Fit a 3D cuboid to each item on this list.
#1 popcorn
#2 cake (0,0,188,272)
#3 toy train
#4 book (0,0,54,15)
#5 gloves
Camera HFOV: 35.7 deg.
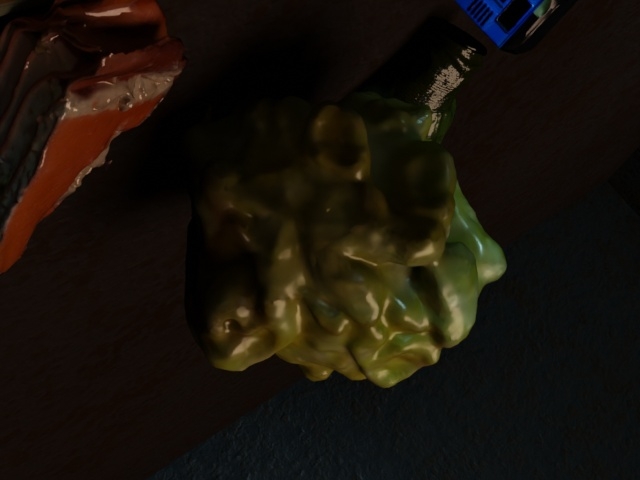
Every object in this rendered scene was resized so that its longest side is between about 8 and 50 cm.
[{"bbox_3d":[0.015,-0.011,0.954,0.312,0.312,0.312,-35,165,-11],"label":"popcorn"},{"bbox_3d":[-0.199,-0.068,0.697,0.287,0.098,0.135,-43,177,24],"label":"cake"},{"bbox_3d":[0.216,-0.292,0.955,0.082,0.131,0.204,-17,154,-53],"label":"toy train"},{"bbox_3d":[-0.136,-0.211,0.593,0.241,0.018,0.170,-28,162,-33],"label":"book"},{"bbox_3d":[0.090,-0.142,1.178,0.135,0.107,0.268,17,132,-34],"label":"gloves"}]
